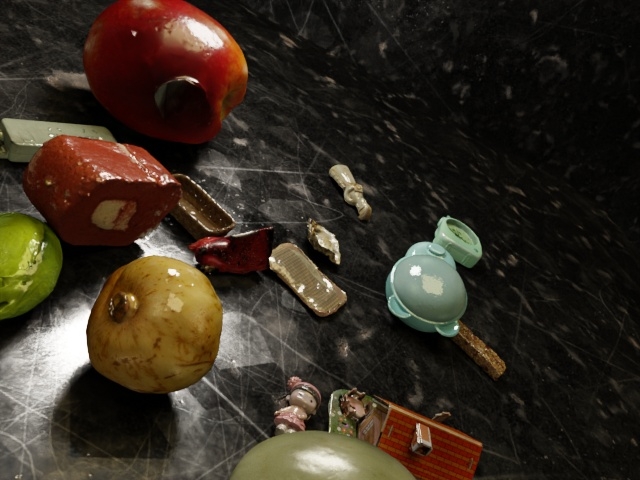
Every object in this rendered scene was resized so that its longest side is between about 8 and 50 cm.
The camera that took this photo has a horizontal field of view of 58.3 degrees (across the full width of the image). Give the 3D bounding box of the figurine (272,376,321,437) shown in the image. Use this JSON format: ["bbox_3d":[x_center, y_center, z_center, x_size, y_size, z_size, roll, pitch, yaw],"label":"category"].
[{"bbox_3d":[-0.047,0.303,1.018,0.072,0.054,0.129,23,37,10],"label":"figurine"}]

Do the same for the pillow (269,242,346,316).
[{"bbox_3d":[-0.034,0.088,1.339,0.211,0.034,0.135,42,30,10],"label":"pillow"}]

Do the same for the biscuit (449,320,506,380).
[{"bbox_3d":[0.391,0.271,1.477,0.199,0.034,0.064,44,32,16],"label":"biscuit"}]

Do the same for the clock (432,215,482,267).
[{"bbox_3d":[0.450,-0.009,1.889,0.159,0.066,0.211,31,31,-4],"label":"clock"}]

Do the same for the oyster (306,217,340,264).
[{"bbox_3d":[-0.001,-0.002,1.476,0.103,0.051,0.148,34,26,-35],"label":"oyster"}]

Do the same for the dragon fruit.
[{"bbox_3d":[-0.183,0.030,1.218,0.192,0.122,0.092,-7,86,-48],"label":"dragon fruit"}]

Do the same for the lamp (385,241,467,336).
[{"bbox_3d":[0.277,0.114,1.480,0.209,0.147,0.284,25,30,-3],"label":"lamp"}]

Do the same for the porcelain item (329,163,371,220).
[{"bbox_3d":[0.099,-0.149,1.771,0.084,0.054,0.213,4,43,-37],"label":"porcelain item"}]

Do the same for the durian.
[{"bbox_3d":[-0.492,0.044,0.920,0.139,0.101,0.250,-14,45,-6],"label":"durian"}]

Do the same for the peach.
[{"bbox_3d":[-0.371,-0.410,1.424,0.406,0.335,0.310,22,31,-30],"label":"peach"}]

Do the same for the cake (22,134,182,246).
[{"bbox_3d":[-0.403,-0.084,1.071,0.151,0.177,0.283,41,18,17],"label":"cake"}]

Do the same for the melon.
[{"bbox_3d":[0.017,0.388,0.761,0.308,0.272,0.272,31,30,-21],"label":"melon"}]

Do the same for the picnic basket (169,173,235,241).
[{"bbox_3d":[-0.289,-0.070,1.301,0.193,0.055,0.110,41,31,13],"label":"picnic basket"}]

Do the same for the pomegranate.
[{"bbox_3d":[-0.261,0.130,0.890,0.215,0.215,0.215,24,32,-16],"label":"pomegranate"}]

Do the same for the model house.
[{"bbox_3d":[0.171,0.354,1.046,0.294,0.154,0.207,26,33,-11],"label":"model house"}]

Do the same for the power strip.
[{"bbox_3d":[-0.580,-0.209,1.227,0.288,0.053,0.093,-6,49,-48],"label":"power strip"}]
